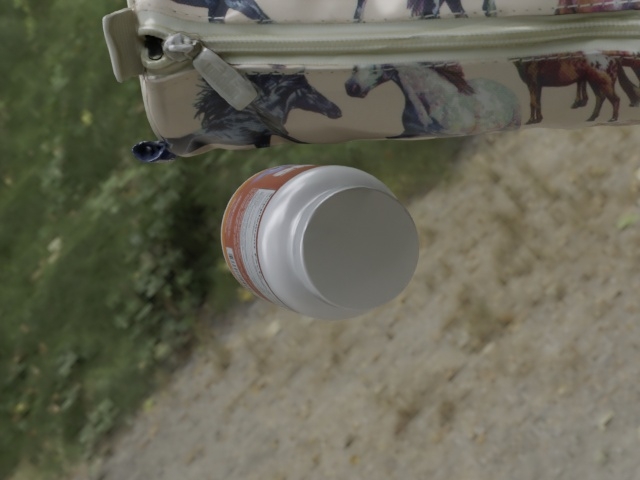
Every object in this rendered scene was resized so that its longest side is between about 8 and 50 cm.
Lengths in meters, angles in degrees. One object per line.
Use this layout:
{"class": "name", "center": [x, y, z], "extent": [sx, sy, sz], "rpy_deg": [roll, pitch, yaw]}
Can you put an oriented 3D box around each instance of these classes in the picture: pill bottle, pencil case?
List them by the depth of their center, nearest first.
{"class": "pencil case", "center": [0.075, -0.135, 0.916], "extent": [0.410, 0.160, 0.183], "rpy_deg": [-2, 25, 10]}
{"class": "pill bottle", "center": [0.000, 0.000, 1.134], "extent": [0.121, 0.121, 0.216], "rpy_deg": [-46, 14, -9]}
